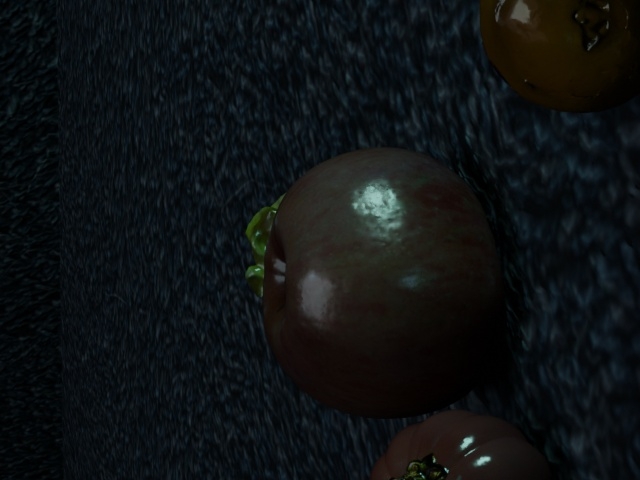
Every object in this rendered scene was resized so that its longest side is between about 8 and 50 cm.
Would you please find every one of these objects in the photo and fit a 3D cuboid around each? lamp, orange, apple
[{"bbox_3d":[0.072,0.141,0.834,0.107,0.092,0.107,-13,71,40],"label":"lamp"},{"bbox_3d":[0.107,-0.093,0.660,0.083,0.083,0.084,174,90,-74],"label":"orange"},{"bbox_3d":[0.030,0.024,0.893,0.153,0.120,0.153,175,90,-75],"label":"apple"}]

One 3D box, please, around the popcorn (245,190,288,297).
[{"bbox_3d":[0.001,-0.001,1.063,0.109,0.089,0.097,-118,38,-60],"label":"popcorn"}]
